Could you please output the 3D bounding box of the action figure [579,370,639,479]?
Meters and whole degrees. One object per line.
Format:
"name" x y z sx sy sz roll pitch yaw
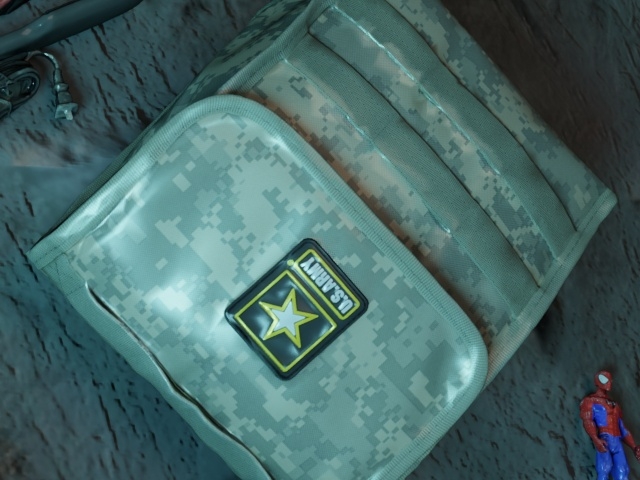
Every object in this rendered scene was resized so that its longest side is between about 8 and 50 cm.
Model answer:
"action figure" 0.192 0.139 1.266 0.038 0.030 0.115 12 56 -27

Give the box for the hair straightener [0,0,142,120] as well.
"hair straightener" -0.170 -0.107 1.107 0.089 0.047 0.230 52 46 -1

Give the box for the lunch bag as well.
"lunch bag" 0.000 0.000 1.103 0.235 0.169 0.287 47 53 -11
